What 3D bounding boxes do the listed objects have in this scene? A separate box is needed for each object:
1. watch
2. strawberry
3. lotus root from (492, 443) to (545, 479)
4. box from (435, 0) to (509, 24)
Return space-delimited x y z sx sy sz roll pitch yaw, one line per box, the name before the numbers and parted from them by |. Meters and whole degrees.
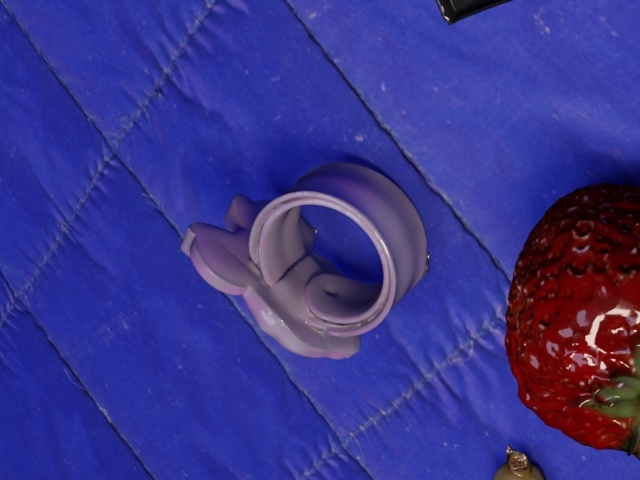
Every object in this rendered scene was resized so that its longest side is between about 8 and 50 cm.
watch | 0.000 0.000 2.122 0.248 0.211 0.217 44 125 4
strawberry | 0.292 0.063 1.776 0.277 0.257 0.257 -115 22 -46
lotus root | 0.241 0.313 2.150 0.073 0.062 0.150 23 133 37
box | 0.190 -0.400 1.557 0.251 0.204 0.345 -11 107 52
